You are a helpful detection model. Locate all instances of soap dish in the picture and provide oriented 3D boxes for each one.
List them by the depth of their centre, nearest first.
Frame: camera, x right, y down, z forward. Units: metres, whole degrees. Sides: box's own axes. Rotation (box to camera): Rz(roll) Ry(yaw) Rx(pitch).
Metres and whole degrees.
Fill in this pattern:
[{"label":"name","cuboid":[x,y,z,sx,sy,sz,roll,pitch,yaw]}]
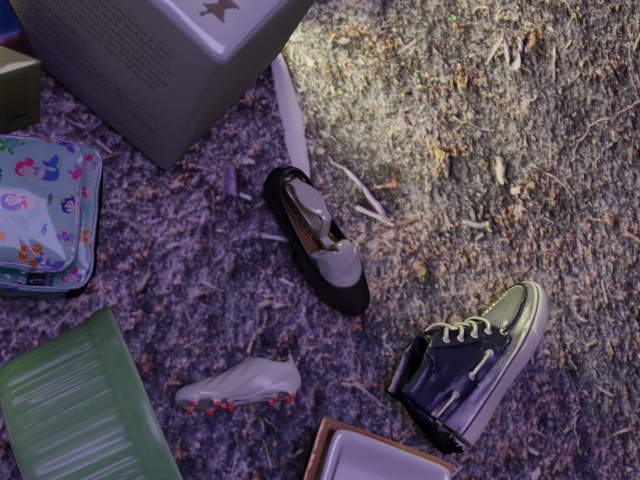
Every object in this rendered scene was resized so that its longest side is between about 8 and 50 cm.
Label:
[{"label":"soap dish","cuboid":[0.053,0.436,1.051,0.228,0.118,0.291,24,69,-14]}]

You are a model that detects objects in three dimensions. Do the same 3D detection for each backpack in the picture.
[{"label":"backpack","cuboid":[-0.428,-0.035,0.956,0.253,0.191,0.225,5,75,-15]}]

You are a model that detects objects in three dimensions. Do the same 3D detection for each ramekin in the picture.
[{"label":"ramekin","cuboid":[-0.272,0.248,0.880,0.148,0.303,0.303,-23,85,-17]}]

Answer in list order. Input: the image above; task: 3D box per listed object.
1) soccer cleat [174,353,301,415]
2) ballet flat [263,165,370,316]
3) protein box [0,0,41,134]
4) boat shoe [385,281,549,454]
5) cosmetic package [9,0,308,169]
[{"label":"soccer cleat","cuboid":[-0.125,0.214,1.074,0.196,0.068,0.076,-2,62,-23]},{"label":"ballet flat","cuboid":[0.000,0.000,1.157,0.095,0.096,0.280,-35,91,-26]},{"label":"protein box","cuboid":[-0.500,-0.222,0.959,0.199,0.201,0.136,-27,87,-25]},{"label":"boat shoe","cuboid":[0.248,0.171,1.190,0.158,0.127,0.341,42,66,-15]},{"label":"cosmetic package","cuboid":[-0.207,-0.369,1.009,0.329,0.393,0.327,42,65,-8]}]
